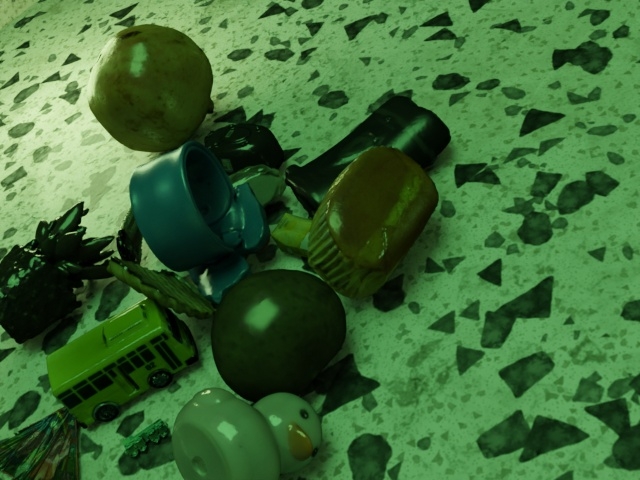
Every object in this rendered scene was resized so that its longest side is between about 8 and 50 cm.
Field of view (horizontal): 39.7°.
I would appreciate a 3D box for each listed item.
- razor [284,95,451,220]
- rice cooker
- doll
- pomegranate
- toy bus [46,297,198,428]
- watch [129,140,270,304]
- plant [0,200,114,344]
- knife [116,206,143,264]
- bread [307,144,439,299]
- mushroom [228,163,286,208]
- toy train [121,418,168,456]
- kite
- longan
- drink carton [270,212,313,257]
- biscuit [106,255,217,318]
[{"bbox_3d":[0.099,-0.170,1.887,0.349,0.113,0.204,-35,40,-6],"label":"razor"},{"bbox_3d":[-0.185,-0.202,2.071,0.203,0.118,0.142,2,43,30],"label":"rice cooker"},{"bbox_3d":[-0.113,0.326,1.451,0.251,0.221,0.221,-6,43,46],"label":"doll"},{"bbox_3d":[-0.410,-0.387,2.252,0.342,0.343,0.343,-15,42,14],"label":"pomegranate"},{"bbox_3d":[-0.383,0.227,1.708,0.262,0.150,0.128,-31,39,-1],"label":"toy bus"},{"bbox_3d":[-0.256,-0.027,1.764,0.241,0.274,0.305,-23,50,15],"label":"watch"},{"bbox_3d":[-0.601,0.068,1.974,0.320,0.182,0.194,-43,37,-20],"label":"plant"},{"bbox_3d":[-0.417,-0.066,2.070,0.043,0.089,0.365,-12,36,14],"label":"knife"},{"bbox_3d":[0.102,-0.041,1.654,0.288,0.204,0.156,-53,9,-36],"label":"bread"},{"bbox_3d":[-0.237,-0.075,1.988,0.351,0.097,0.109,-23,38,9],"label":"mushroom"},{"bbox_3d":[-0.321,0.362,1.630,0.092,0.029,0.045,-34,25,-13],"label":"toy train"},{"bbox_3d":[-0.531,0.409,1.700,0.321,0.016,0.234,9,54,35],"label":"kite"},{"bbox_3d":[-0.080,0.168,1.567,0.246,0.215,0.246,-10,69,29],"label":"longan"},{"bbox_3d":[0.000,0.000,1.794,0.200,0.075,0.084,14,57,37],"label":"drink carton"},{"bbox_3d":[-0.293,0.102,1.741,0.187,0.273,0.036,31,92,24],"label":"biscuit"}]
